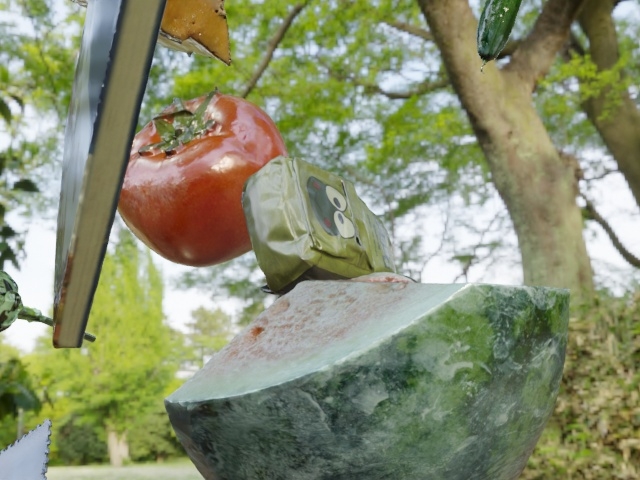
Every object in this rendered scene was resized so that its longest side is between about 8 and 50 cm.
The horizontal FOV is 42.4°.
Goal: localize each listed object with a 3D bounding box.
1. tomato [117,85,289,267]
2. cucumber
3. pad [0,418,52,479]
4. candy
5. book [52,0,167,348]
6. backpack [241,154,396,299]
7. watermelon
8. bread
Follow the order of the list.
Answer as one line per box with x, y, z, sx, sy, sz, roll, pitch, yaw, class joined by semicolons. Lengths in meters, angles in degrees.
-0.223;-0.111;1.587;0.341;0.341;0.272;-6;-48;17;tomato
0.199;-0.260;0.886;0.039;0.168;0.039;19;8;-3;cucumber
-0.593;0.491;1.509;0.269;0.269;0.012;-34;-51;18;pad
-0.397;0.112;1.138;0.083;0.091;0.305;-4;-20;17;candy
-0.181;-0.147;0.699;0.039;0.300;0.428;8;-45;-20;book
0.000;0.000;1.169;0.140;0.207;0.253;-31;-33;30;backpack
0.020;0.120;0.668;0.290;0.213;0.320;0;-44;-11;watermelon
-0.331;-0.408;1.496;0.315;0.279;0.248;-35;43;-29;bread
